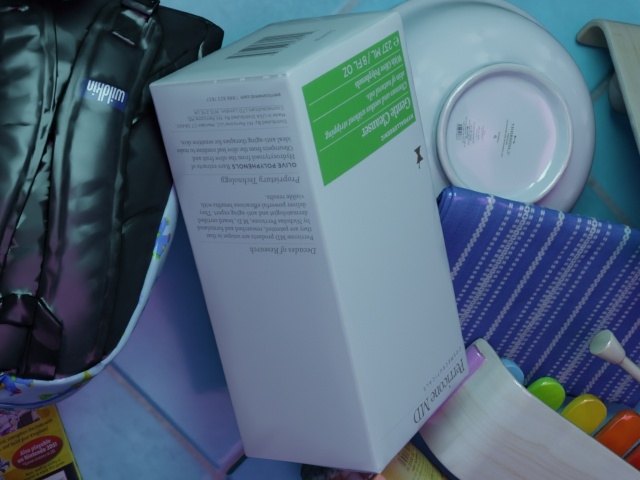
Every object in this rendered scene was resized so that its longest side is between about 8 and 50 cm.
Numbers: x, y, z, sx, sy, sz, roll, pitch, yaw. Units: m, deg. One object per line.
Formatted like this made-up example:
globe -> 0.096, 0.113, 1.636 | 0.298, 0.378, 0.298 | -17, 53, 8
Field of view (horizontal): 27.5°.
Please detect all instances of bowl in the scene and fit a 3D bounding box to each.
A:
bowl -> 0.161, -0.105, 1.307 | 0.298, 0.134, 0.298 | -2, 96, -16

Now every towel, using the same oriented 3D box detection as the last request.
towel -> 0.228, 0.062, 1.326 | 0.336, 0.040, 0.243 | 11, 131, -17

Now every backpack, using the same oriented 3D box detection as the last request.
backpack -> -0.254, -0.029, 1.143 | 0.290, 0.273, 0.355 | 10, 62, -20

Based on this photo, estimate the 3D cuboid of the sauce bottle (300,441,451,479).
sauce bottle -> 0.131, 0.317, 1.352 | 0.344, 0.111, 0.111 | 44, 83, -14

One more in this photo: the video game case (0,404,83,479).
video game case -> -0.360, 0.239, 1.212 | 0.275, 0.035, 0.248 | -23, 102, -28

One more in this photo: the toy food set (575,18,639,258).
toy food set -> 0.389, -0.092, 1.321 | 0.219, 0.092, 0.306 | 6, 53, -16

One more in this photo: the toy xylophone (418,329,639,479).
toy xylophone -> 0.266, 0.215, 1.354 | 0.236, 0.081, 0.322 | -41, 115, 11

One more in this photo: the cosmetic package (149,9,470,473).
cosmetic package -> 0.000, 0.000, 1.171 | 0.197, 0.155, 0.365 | -40, 122, -49
